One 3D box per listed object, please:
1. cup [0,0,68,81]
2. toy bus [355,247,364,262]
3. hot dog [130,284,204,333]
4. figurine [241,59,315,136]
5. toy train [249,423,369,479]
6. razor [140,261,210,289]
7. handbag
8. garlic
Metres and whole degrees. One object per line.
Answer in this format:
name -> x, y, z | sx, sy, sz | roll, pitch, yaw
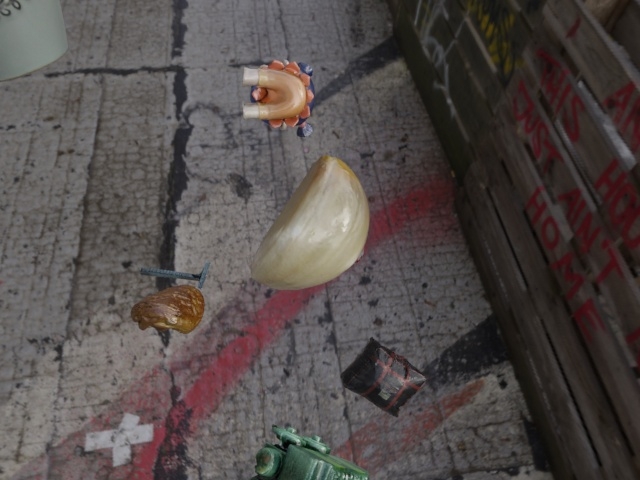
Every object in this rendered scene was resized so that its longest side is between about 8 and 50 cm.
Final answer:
cup -> -0.402, -0.274, 0.483 | 0.258, 0.234, 0.186 | -33, 45, -28
toy bus -> 0.000, 0.000, 1.322 | 0.234, 0.097, 0.073 | 6, 24, 22
hot dog -> -0.144, 0.066, 0.470 | 0.058, 0.083, 0.035 | 6, 98, 7
figurine -> -0.054, -0.198, 0.702 | 0.102, 0.112, 0.195 | 5, 18, -4
toy train -> -0.023, 0.573, 1.212 | 0.238, 0.299, 0.167 | 9, 70, 40
razor -> -0.338, 0.080, 1.147 | 0.190, 0.033, 0.066 | 3, 65, 22
handbag -> 0.193, 0.414, 1.508 | 0.215, 0.155, 0.169 | 35, 90, -13
garlic -> -0.021, -0.010, 0.780 | 0.245, 0.145, 0.164 | -51, 48, 11
